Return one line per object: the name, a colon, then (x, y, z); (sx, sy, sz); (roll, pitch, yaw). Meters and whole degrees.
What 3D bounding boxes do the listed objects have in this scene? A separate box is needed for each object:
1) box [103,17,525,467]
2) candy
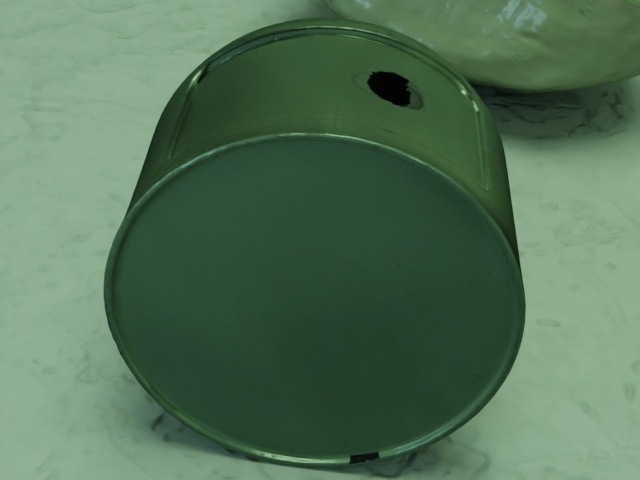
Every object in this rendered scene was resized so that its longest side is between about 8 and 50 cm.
box: (0.000, 0.000, 0.676); (0.226, 0.226, 0.149); (8, 35, -2)
candy: (0.157, -0.279, 1.141); (0.386, 0.186, 0.427); (16, 32, -4)
